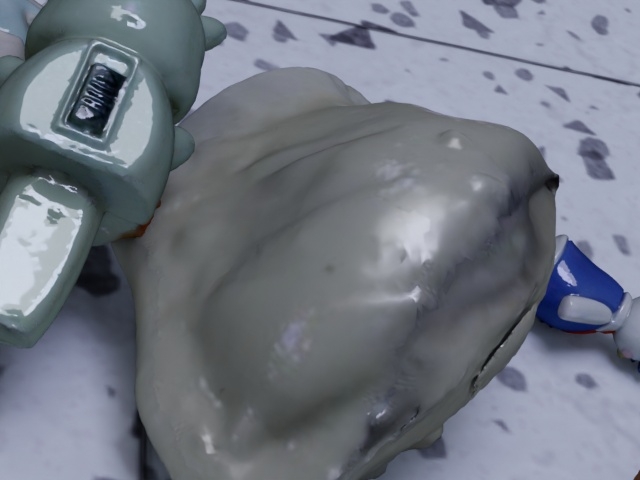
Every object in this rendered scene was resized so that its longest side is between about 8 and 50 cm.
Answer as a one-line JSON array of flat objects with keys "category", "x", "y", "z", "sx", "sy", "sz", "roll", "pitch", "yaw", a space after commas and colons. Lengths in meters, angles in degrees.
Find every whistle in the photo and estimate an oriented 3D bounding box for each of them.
[{"category": "whistle", "x": -0.122, "y": -0.057, "z": 0.821, "sx": 0.102, "sy": 0.105, "sz": 0.253, "roll": 6, "pitch": 57, "yaw": 16}]

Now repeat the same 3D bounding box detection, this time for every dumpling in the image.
[{"category": "dumpling", "x": 0.000, "y": 0.000, "z": 0.849, "sx": 0.243, "sy": 0.187, "sz": 0.318, "roll": 34, "pitch": 45, "yaw": 12}]

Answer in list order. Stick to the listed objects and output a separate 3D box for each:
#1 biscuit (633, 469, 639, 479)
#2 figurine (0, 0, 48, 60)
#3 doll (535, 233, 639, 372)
[{"category": "biscuit", "x": 0.258, "y": 0.209, "z": 0.851, "sx": 0.186, "sy": 0.036, "sz": 0.192, "roll": 17, "pitch": 39, "yaw": -11}, {"category": "figurine", "x": -0.208, "y": -0.090, "z": 0.903, "sx": 0.236, "sy": 0.127, "sz": 0.155, "roll": -3, "pitch": 36, "yaw": -28}, {"category": "doll", "x": 0.177, "y": 0.041, "z": 0.991, "sx": 0.143, "sy": 0.057, "sz": 0.099, "roll": 28, "pitch": 19, "yaw": 5}]
